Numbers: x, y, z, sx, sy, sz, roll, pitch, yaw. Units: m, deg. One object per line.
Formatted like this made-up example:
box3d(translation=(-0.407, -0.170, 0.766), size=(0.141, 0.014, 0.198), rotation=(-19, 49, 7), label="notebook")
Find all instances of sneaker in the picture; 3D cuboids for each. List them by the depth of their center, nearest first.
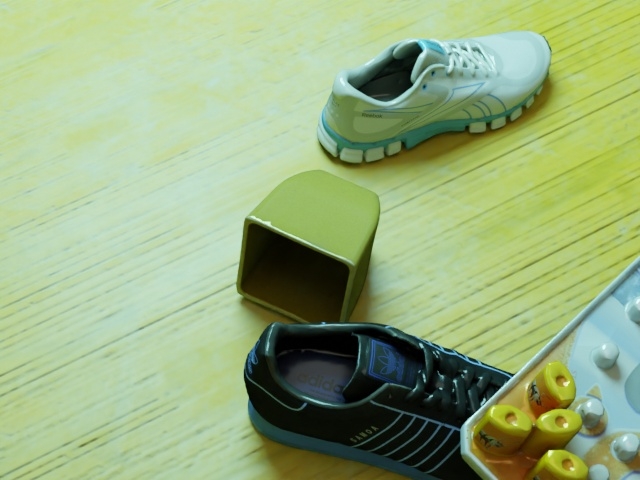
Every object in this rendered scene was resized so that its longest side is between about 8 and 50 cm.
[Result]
box3d(translation=(0.065, 0.103, 0.984), size=(0.232, 0.090, 0.081), rotation=(7, 58, 2), label="sneaker")
box3d(translation=(0.089, -0.119, 1.130), size=(0.191, 0.083, 0.071), rotation=(-22, 60, -17), label="sneaker")

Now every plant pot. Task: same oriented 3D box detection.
box3d(translation=(0.000, 0.000, 1.055), size=(0.081, 0.081, 0.083), rotation=(25, 50, 12), label="plant pot")

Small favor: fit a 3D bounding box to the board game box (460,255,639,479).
box3d(translation=(0.351, 0.134, 0.964), size=(0.390, 0.050, 0.390), rotation=(-40, 77, -24), label="board game box")
